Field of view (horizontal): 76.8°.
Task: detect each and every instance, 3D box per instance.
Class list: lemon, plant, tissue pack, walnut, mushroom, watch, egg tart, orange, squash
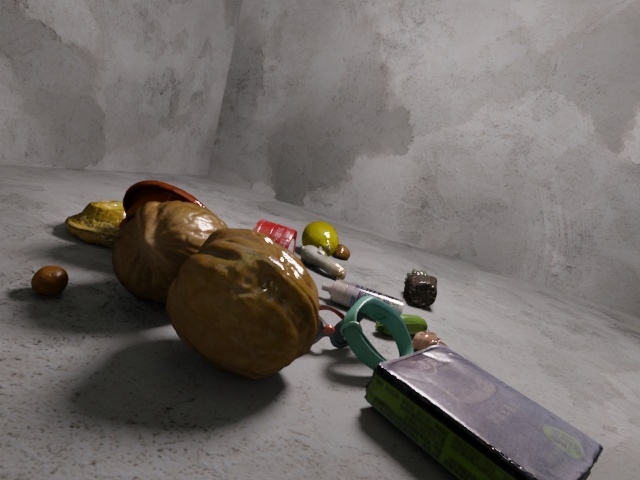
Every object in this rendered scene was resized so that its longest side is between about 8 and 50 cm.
[{"bbox_3d":[0.000,0.000,2.015,0.184,0.184,0.248,12,24,-17],"label":"lemon"},{"bbox_3d":[0.434,0.206,1.748,0.132,0.129,0.194,18,16,0],"label":"plant"},{"bbox_3d":[0.328,0.382,0.848,0.288,0.124,0.394,4,17,-44],"label":"tissue pack"},{"bbox_3d":[-0.392,0.033,1.090,0.333,0.333,0.333,15,12,-3],"label":"walnut"},{"bbox_3d":[0.007,0.096,1.810,0.099,0.096,0.278,-43,46,-20],"label":"mushroom"},{"bbox_3d":[0.153,0.253,1.084,0.237,0.068,0.195,35,41,-26],"label":"watch"},{"bbox_3d":[-0.773,-0.073,1.523,0.341,0.129,0.341,13,13,-3],"label":"egg tart"},{"bbox_3d":[0.095,0.054,2.132,0.129,0.073,0.088,19,43,27],"label":"mushroom"},{"bbox_3d":[-0.155,0.144,0.906,0.344,0.306,0.306,41,8,-11],"label":"walnut"},{"bbox_3d":[-0.671,0.100,1.003,0.085,0.085,0.085,15,12,-3],"label":"orange"},{"bbox_3d":[0.274,0.281,1.346,0.219,0.077,0.068,6,56,-30],"label":"squash"}]

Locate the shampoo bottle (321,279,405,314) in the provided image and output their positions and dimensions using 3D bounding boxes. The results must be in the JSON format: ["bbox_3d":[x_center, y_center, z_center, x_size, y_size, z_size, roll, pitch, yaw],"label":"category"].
[{"bbox_3d":[0.146,0.212,1.457,0.303,0.092,0.092,17,12,12],"label":"shampoo bottle"}]

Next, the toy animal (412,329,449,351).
[{"bbox_3d":[0.335,0.328,1.228,0.083,0.089,0.150,34,-1,-30],"label":"toy animal"}]

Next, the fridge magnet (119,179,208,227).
[{"bbox_3d":[-0.498,-0.045,1.359,0.363,0.364,0.155,17,50,6],"label":"fridge magnet"}]

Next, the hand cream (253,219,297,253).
[{"bbox_3d":[-0.182,0.045,1.488,0.149,0.230,0.230,17,12,6],"label":"hand cream"}]

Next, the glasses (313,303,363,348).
[{"bbox_3d":[-0.030,0.209,1.196,0.234,0.118,0.268,7,15,-28],"label":"glasses"}]
